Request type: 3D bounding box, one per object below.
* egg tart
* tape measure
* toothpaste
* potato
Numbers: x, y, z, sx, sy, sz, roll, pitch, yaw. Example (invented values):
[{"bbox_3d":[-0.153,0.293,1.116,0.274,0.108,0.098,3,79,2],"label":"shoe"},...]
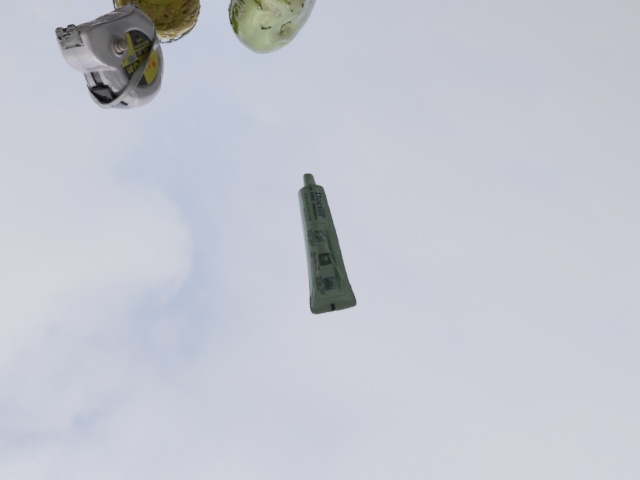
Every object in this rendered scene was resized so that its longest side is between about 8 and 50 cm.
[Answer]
[{"bbox_3d":[-0.427,-0.622,1.938,0.234,0.094,0.234,2,-96,-23],"label":"egg tart"},{"bbox_3d":[-0.396,-0.359,1.486,0.120,0.197,0.236,-1,-152,27],"label":"tape measure"},{"bbox_3d":[0.000,0.000,1.053,0.064,0.041,0.218,-10,-116,-2],"label":"toothpaste"},{"bbox_3d":[-0.079,-0.437,1.268,0.148,0.253,0.186,28,-148,5],"label":"potato"}]
